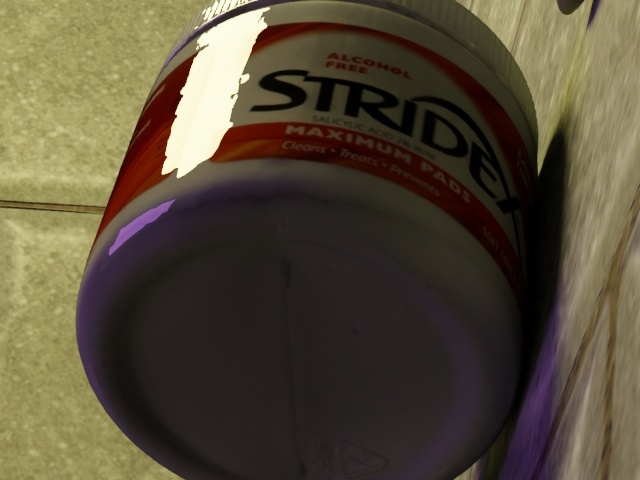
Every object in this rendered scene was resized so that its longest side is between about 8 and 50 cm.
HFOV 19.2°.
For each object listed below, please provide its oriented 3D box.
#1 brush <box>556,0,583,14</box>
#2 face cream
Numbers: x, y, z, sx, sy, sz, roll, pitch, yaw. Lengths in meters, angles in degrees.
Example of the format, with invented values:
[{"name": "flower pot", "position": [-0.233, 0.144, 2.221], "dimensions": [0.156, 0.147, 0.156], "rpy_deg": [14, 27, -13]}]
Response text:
[{"name": "brush", "position": [0.133, -0.210, 0.788], "dimensions": [0.299, 0.039, 0.042], "rpy_deg": [98, 158, -49]}, {"name": "face cream", "position": [0.000, 0.000, 0.893], "dimensions": [0.187, 0.201, 0.201], "rpy_deg": [-77, -1, -50]}]
